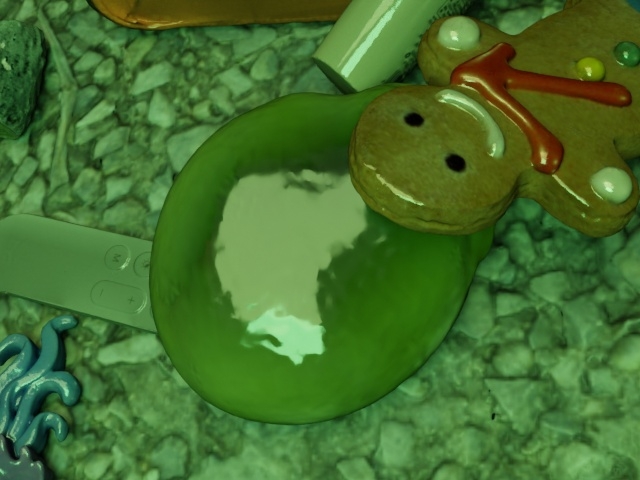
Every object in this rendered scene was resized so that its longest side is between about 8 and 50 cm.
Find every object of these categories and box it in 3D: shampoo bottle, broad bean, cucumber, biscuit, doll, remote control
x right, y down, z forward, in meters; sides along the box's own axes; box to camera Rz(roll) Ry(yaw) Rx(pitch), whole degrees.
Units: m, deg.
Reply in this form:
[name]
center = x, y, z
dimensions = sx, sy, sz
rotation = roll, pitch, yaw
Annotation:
[shampoo bottle]
center = 0.100, -0.225, 0.769
dimensions = 0.078, 0.127, 0.257
rotation = 42, 90, 16
[broad bean]
center = 0.000, 0.000, 0.707
dimensions = 0.238, 0.119, 0.291
rotation = 42, 85, 10
[cucumber]
center = -0.299, -0.152, 0.898
dimensions = 0.064, 0.064, 0.112
rotation = -3, 70, 16
[biscuit]
center = 0.160, -0.095, 0.662
dimensions = 0.324, 0.049, 0.205
rotation = -21, 61, -24
[doll]
center = -0.255, 0.148, 0.760
dimensions = 0.110, 0.067, 0.206
rotation = 14, 63, 12
[remote control]
center = -0.193, 0.029, 0.810
dimensions = 0.245, 0.022, 0.077
rotation = 12, 71, 20

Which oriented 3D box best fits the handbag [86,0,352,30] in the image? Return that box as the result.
[handbag]
center = -0.117, -0.333, 0.721
dimensions = 0.303, 0.410, 0.116
rotation = 2, 62, 19
